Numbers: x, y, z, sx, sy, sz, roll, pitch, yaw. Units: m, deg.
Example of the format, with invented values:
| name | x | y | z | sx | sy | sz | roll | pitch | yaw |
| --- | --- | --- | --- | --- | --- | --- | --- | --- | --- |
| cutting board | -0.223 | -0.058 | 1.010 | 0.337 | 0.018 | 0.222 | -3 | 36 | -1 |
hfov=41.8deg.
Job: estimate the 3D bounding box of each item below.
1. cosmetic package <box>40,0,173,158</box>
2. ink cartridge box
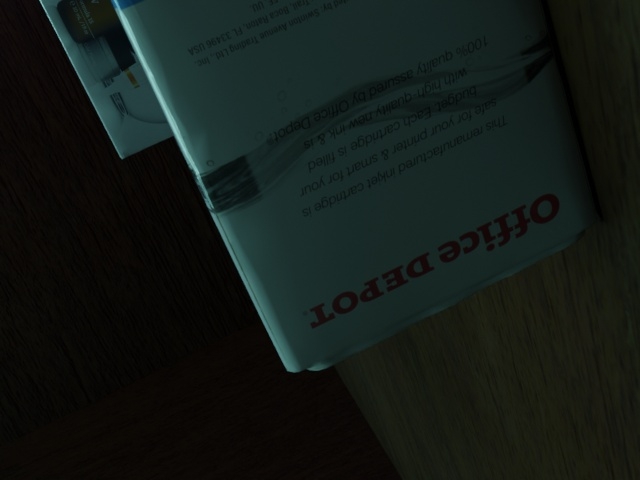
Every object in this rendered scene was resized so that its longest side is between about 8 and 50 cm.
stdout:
| name | x | y | z | sx | sy | sz | roll | pitch | yaw |
| --- | --- | --- | --- | --- | --- | --- | --- | --- | --- |
| cosmetic package | -0.179 | -0.317 | 0.939 | 0.097 | 0.284 | 0.377 | 52 | 166 | 54 |
| ink cartridge box | 0.012 | -0.109 | 0.517 | 0.307 | 0.223 | 0.129 | 67 | 172 | -23 |
